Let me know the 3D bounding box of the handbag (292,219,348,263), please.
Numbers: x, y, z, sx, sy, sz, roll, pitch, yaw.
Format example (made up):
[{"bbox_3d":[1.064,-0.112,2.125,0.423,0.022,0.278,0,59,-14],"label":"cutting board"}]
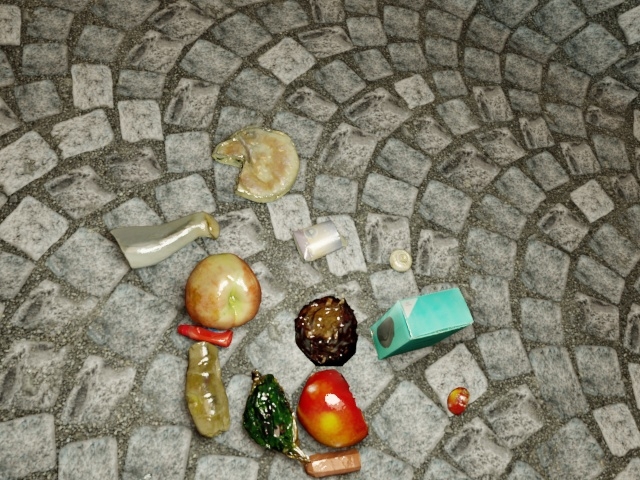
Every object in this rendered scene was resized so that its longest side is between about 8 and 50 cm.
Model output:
[{"bbox_3d":[0.000,0.000,1.555,0.173,0.095,0.117,-20,77,-10],"label":"handbag"}]

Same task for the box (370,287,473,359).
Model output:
[{"bbox_3d":[0.294,0.260,1.370,0.204,0.311,0.118,-12,68,-15],"label":"box"}]

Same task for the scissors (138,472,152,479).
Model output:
[{"bbox_3d":[-0.596,0.729,1.153,0.360,0.029,0.191,-34,81,-24],"label":"scissors"}]

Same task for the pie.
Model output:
[{"bbox_3d":[-0.221,-0.287,1.643,0.337,0.075,0.338,7,62,-12],"label":"pie"}]

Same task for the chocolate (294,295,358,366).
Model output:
[{"bbox_3d":[0.028,0.262,1.395,0.206,0.177,0.224,3,65,-10],"label":"chocolate"}]

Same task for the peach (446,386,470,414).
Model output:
[{"bbox_3d":[0.436,0.511,1.436,0.050,0.077,0.083,22,108,-6],"label":"peach"}]

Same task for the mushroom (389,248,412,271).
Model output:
[{"bbox_3d":[0.286,0.070,1.587,0.083,0.067,0.084,5,70,-15],"label":"mushroom"}]

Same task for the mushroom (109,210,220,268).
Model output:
[{"bbox_3d":[-0.492,-0.019,1.447,0.328,0.122,0.159,-20,81,-19],"label":"mushroom"}]

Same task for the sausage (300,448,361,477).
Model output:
[{"bbox_3d":[0.029,0.643,1.291,0.169,0.065,0.065,-2,67,-14],"label":"sausage"}]

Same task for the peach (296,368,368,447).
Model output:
[{"bbox_3d":[0.048,0.485,1.295,0.226,0.190,0.196,22,37,4],"label":"peach"}]

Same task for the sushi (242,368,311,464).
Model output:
[{"bbox_3d":[-0.145,0.513,1.270,0.148,0.140,0.287,-16,70,-23],"label":"sushi"}]

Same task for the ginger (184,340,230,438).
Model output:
[{"bbox_3d":[-0.329,0.429,1.289,0.116,0.109,0.263,-9,68,-11],"label":"ginger"}]

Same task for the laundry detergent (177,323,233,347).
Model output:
[{"bbox_3d":[-0.353,0.285,1.358,0.165,0.097,0.049,10,89,2],"label":"laundry detergent"}]

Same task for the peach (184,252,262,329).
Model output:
[{"bbox_3d":[-0.303,0.148,1.369,0.232,0.256,0.233,-9,108,-30],"label":"peach"}]
